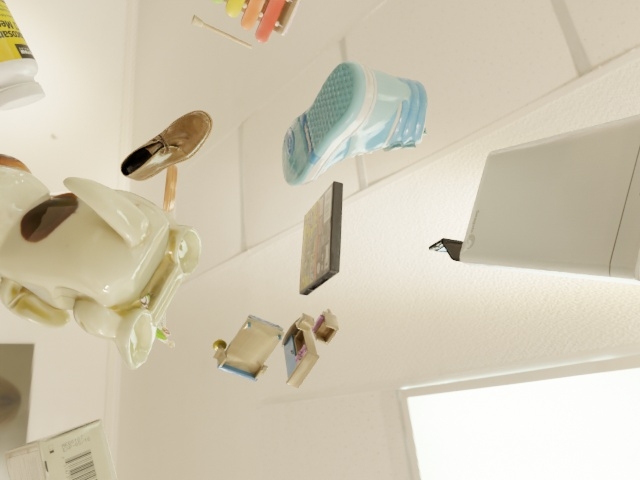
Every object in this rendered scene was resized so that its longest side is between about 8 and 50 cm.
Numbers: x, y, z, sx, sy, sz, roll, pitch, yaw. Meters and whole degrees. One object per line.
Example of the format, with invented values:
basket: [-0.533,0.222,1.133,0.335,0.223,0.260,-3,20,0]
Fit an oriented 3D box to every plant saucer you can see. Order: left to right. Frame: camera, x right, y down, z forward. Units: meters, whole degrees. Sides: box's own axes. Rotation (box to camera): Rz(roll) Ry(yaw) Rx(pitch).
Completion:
plant saucer: [-0.543,-0.188,1.636,0.200,0.037,0.200,-174,-90,-71]

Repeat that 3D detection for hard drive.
hard drive: [0.375,-0.061,0.731,0.353,0.047,0.233,-177,-75,-72]

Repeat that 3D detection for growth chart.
growth chart: [-0.423,0.133,1.094,0.021,0.172,0.237,-33,-136,8]

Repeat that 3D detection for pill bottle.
pill bottle: [-0.978,-0.572,1.349,0.188,0.188,0.334,-2,-64,46]

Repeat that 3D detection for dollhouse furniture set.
dollhouse furniture set: [-0.155,0.281,1.456,0.286,0.303,0.198,-58,-158,17]

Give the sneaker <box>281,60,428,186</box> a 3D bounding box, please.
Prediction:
sneaker: [0.067,-0.182,0.816,0.319,0.208,0.127,-30,-114,59]

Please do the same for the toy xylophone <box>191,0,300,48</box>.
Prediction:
toy xylophone: [-0.225,-0.670,1.256,0.236,0.323,0.081,-67,-151,25]

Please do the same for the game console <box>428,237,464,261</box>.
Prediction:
game console: [0.343,0.038,1.110,0.107,0.122,0.071,133,-38,-63]

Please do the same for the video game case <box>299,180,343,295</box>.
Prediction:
video game case: [0.000,0.000,1.339,0.248,0.035,0.274,137,-39,-59]

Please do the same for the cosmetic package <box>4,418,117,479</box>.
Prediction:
cosmetic package: [-0.523,0.467,0.903,0.309,0.113,0.160,-28,-103,42]

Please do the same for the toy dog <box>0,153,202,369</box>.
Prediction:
toy dog: [-0.473,0.014,0.793,0.395,0.408,0.284,101,8,-67]

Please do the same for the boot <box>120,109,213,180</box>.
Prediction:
boot: [-0.446,-0.273,1.320,0.305,0.112,0.115,-36,-172,1]
